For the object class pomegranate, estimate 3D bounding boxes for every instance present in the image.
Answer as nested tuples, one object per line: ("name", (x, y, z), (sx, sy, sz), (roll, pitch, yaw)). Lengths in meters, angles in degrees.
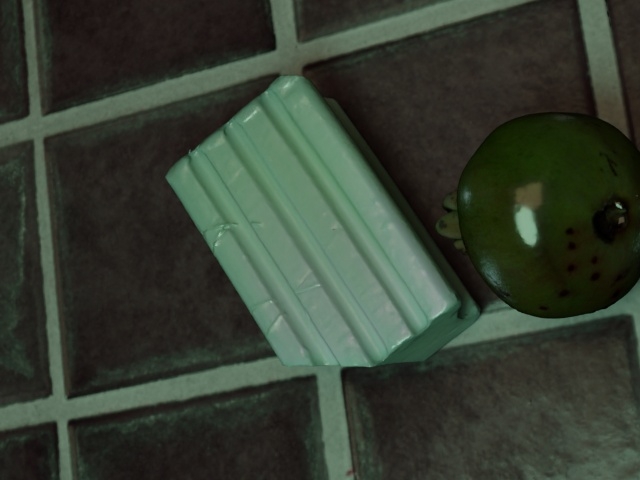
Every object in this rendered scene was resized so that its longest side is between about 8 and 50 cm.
("pomegranate", (0.187, -0.033, 1.289), (0.210, 0.179, 0.179), (32, 94, 38))

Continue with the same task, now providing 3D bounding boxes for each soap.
("soap", (0.000, 0.000, 1.404), (0.173, 0.095, 0.290), (-39, 68, 13))
